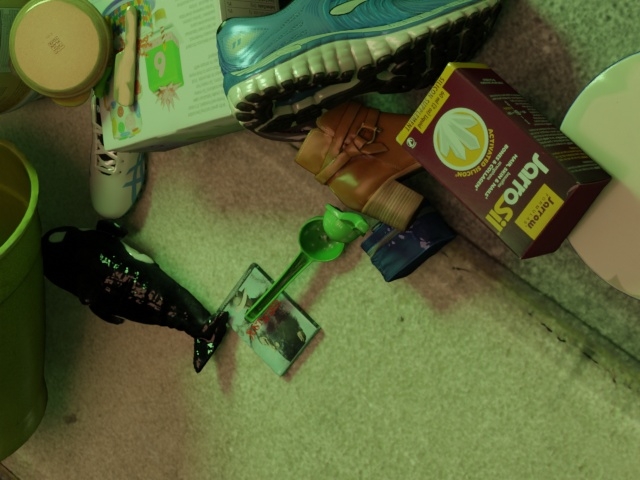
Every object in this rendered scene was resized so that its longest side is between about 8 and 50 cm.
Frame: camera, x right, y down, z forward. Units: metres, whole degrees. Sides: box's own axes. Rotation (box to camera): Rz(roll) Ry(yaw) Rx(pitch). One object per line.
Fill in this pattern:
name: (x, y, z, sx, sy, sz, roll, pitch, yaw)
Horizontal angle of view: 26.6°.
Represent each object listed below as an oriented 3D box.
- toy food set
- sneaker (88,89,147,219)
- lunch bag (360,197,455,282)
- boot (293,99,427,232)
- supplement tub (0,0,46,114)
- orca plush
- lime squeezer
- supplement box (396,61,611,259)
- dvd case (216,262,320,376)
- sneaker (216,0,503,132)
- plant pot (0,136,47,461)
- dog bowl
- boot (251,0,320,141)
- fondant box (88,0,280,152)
toy food set: (-0.301, -0.222, 1.571, 0.192, 0.038, 0.132, 7, 98, 8)
sneaker: (-0.261, -0.139, 1.711, 0.085, 0.086, 0.237, 18, 106, 24)
lunch bag: (0.094, -0.002, 1.545, 0.098, 0.067, 0.065, -40, 77, 28)
boot: (0.077, -0.124, 1.491, 0.152, 0.073, 0.197, 33, 81, 9)
supplement tub: (-0.466, -0.264, 1.672, 0.228, 0.316, 0.228, 5, 99, 29)
orca plush: (-0.264, 0.078, 1.715, 0.287, 0.102, 0.151, 39, 128, 12)
lime squeezer: (0.000, 0.000, 1.556, 0.059, 0.110, 0.310, 54, 147, 1)
supplement box: (0.183, -0.082, 1.364, 0.188, 0.081, 0.104, 46, 119, 22)
dvd case: (-0.066, 0.098, 1.677, 0.119, 0.013, 0.087, 45, 115, 17)
sneaker: (0.043, -0.233, 1.434, 0.130, 0.330, 0.147, 109, 140, -63)
plant pot: (-0.499, 0.104, 1.707, 0.367, 0.366, 0.353, 16, 134, 26)
dog bowl: (0.371, -0.067, 1.365, 0.265, 0.104, 0.264, 4, 98, 28)
boot: (-0.052, -0.239, 1.580, 0.263, 0.091, 0.229, 15, 104, 28)
fondant box: (-0.162, -0.282, 1.560, 0.238, 0.096, 0.330, -10, 85, 46)
